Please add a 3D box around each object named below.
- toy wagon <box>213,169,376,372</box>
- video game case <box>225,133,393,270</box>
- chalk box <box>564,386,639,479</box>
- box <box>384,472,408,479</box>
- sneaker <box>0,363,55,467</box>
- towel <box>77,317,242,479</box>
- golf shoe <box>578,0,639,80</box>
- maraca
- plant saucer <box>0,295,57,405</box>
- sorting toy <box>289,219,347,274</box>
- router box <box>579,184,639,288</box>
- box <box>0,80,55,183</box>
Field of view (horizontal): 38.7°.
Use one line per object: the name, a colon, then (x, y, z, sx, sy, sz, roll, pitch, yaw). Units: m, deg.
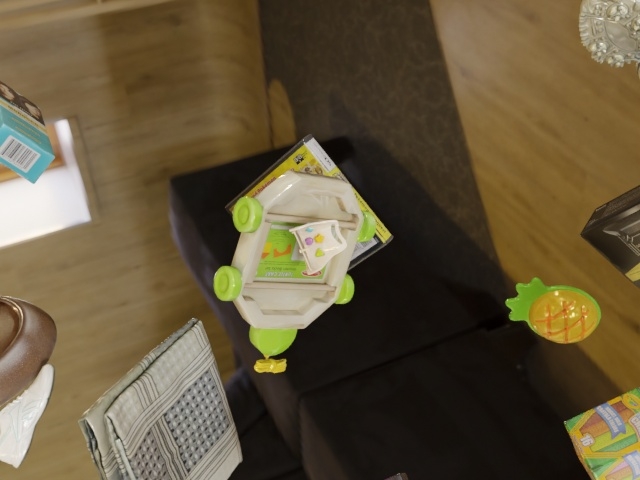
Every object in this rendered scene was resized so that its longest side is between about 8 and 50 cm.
toy wagon: (-0.054, 0.056, 1.519, 0.068, 0.267, 0.345, 34, 111, 45)
video game case: (-0.028, -0.036, 1.761, 0.248, 0.035, 0.275, 51, 133, -4)
chalk box: (0.611, 0.390, 1.777, 0.132, 0.213, 0.132, 58, -174, -36)
box: (0.059, 0.385, 1.167, 0.029, 0.162, 0.116, 27, -145, -60)
sneaker: (-0.430, 0.246, 1.314, 0.054, 0.061, 0.152, 134, 158, -70)
towel: (-0.245, 0.336, 1.515, 0.056, 0.324, 0.312, 2, 117, 29)
golf shoe: (0.294, -0.206, 0.856, 0.069, 0.176, 0.086, -24, 59, 39)
maraca: (0.452, 0.136, 1.764, 0.099, 0.185, 0.127, -82, 16, -61)
plant saucer: (-0.565, 0.175, 1.401, 0.310, 0.310, 0.050, 48, 155, 53)
sorting toy: (0.000, 0.000, 1.442, 0.045, 0.075, 0.083, -90, -21, -65)
router box: (0.655, -0.004, 1.619, 0.243, 0.081, 0.309, 42, 152, -5)
box: (-0.514, -0.187, 1.524, 0.100, 0.060, 0.244, 36, -171, -34)
